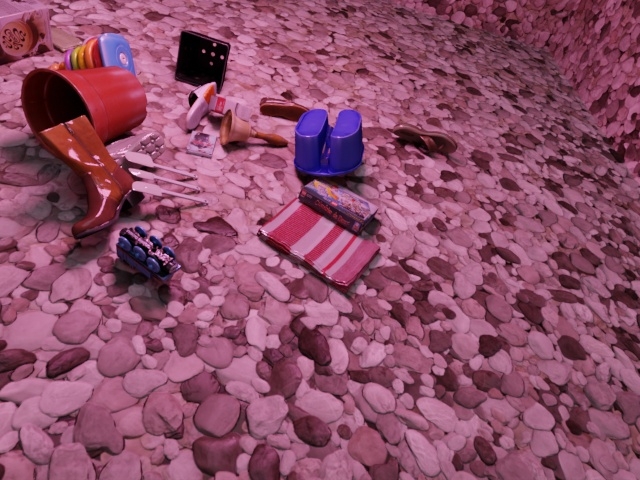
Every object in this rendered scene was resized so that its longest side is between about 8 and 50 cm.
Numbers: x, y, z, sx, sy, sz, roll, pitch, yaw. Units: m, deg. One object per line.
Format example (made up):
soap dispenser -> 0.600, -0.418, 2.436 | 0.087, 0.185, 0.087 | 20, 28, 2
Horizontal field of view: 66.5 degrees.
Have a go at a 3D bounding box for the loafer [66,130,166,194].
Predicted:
loafer -> -0.611, -0.231, 1.461 | 0.112, 0.111, 0.319 | 6, 35, 42

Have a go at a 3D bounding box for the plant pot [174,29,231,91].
plant pot -> -0.450, -0.728, 1.948 | 0.188, 0.187, 0.167 | 18, 32, -3

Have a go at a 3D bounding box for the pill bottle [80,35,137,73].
pill bottle -> -0.779, -0.668, 1.806 | 0.180, 0.107, 0.108 | 27, 44, 6

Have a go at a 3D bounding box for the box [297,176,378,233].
box -> 0.061, -0.123, 1.618 | 0.233, 0.044, 0.159 | 31, 34, 11

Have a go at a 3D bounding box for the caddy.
caddy -> 0.033, -0.340, 1.745 | 0.242, 0.179, 0.341 | 5, 35, 9

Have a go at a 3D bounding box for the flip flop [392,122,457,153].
flip flop -> 0.429, -0.409, 2.026 | 0.277, 0.112, 0.080 | 17, 70, -8

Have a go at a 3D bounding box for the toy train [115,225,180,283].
toy train -> -0.440, 0.040, 1.244 | 0.184, 0.105, 0.080 | 33, 48, 13

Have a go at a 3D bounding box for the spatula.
spatula -> -0.455, -0.183, 1.457 | 0.242, 0.019, 0.168 | 11, 39, -43

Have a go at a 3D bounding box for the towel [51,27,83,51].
towel -> -1.005, -0.777, 1.885 | 0.148, 0.027, 0.110 | 29, 43, 8

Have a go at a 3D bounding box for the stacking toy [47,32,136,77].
stacking toy -> -0.815, -0.610, 1.696 | 0.302, 0.165, 0.175 | -4, 16, 13

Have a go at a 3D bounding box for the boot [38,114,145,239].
boot -> -0.620, -0.168, 1.272 | 0.280, 0.096, 0.264 | 58, 40, -21

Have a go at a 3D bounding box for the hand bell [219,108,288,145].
hand bell -> -0.227, -0.377, 1.757 | 0.242, 0.126, 0.126 | 10, 43, -30

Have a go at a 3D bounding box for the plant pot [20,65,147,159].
plant pot -> -0.695, -0.408, 1.493 | 0.273, 0.272, 0.265 | 30, 36, 9

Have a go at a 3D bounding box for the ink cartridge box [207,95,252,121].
ink cartridge box -> -0.330, -0.480, 1.781 | 0.135, 0.056, 0.099 | 12, 9, -29

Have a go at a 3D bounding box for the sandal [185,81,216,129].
sandal -> -0.451, -0.501, 1.773 | 0.076, 0.101, 0.265 | 17, 44, 3

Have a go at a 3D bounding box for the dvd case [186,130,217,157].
dvd case -> -0.409, -0.333, 1.686 | 0.087, 0.013, 0.119 | 11, 45, -10

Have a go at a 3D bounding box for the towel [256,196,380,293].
towel -> 0.000, 0.000, 1.501 | 0.329, 0.037, 0.237 | 32, 44, 12

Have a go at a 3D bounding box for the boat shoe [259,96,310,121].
boat shoe -> -0.137, -0.528, 1.937 | 0.207, 0.073, 0.073 | 11, 47, -11

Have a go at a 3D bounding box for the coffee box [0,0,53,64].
coffee box -> -1.104, -0.724, 1.695 | 0.119, 0.168, 0.297 | 32, 46, 11
